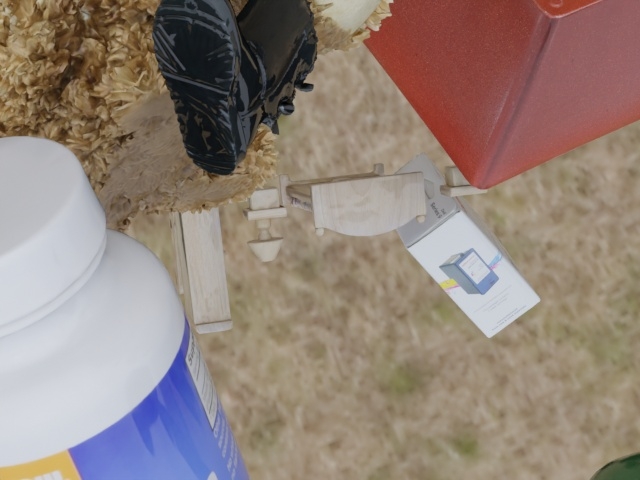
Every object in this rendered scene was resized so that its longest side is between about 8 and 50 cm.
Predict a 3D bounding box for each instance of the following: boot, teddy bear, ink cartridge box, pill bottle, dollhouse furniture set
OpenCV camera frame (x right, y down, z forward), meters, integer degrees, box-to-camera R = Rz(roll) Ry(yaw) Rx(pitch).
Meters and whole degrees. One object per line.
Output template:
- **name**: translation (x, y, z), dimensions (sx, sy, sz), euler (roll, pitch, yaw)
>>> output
- **boot**: translation (-0.038, -0.102, 0.783), dimensions (0.045, 0.099, 0.121), euler (15, 139, 22)
- **teddy bear**: translation (-0.106, -0.100, 0.926), dimensions (0.245, 0.113, 0.338), euler (-2, 142, -41)
- **ink cartridge box**: translation (0.181, 0.005, 2.072), dimensions (0.093, 0.154, 0.212), euler (-37, 127, 8)
- **pill bottle**: translation (-0.129, 0.089, 0.783), dimensions (0.152, 0.152, 0.272), euler (-19, 126, -1)
- **dollhouse furniture set**: translation (0.000, 0.000, 1.957), dimensions (0.356, 0.303, 0.173), euler (-7, 98, -11)

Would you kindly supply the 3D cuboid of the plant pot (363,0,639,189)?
- **plant pot**: translation (0.235, -0.264, 1.731), dimensions (0.267, 0.267, 0.235), euler (-24, 156, -26)

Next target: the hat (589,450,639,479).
- **hat**: translation (0.170, 0.123, 0.791), dimensions (0.209, 0.183, 0.173), euler (-14, 125, -1)
